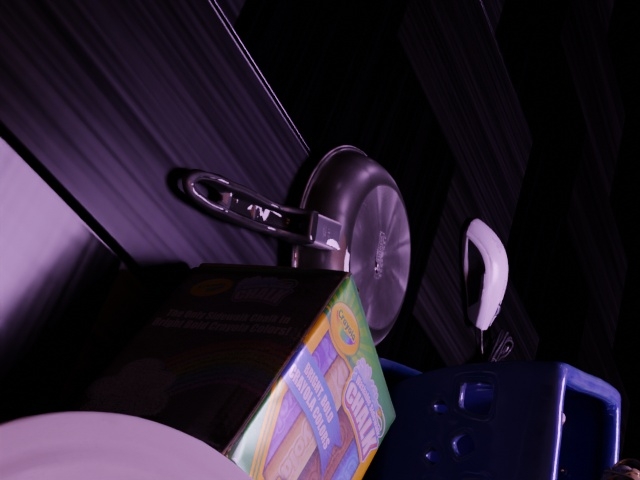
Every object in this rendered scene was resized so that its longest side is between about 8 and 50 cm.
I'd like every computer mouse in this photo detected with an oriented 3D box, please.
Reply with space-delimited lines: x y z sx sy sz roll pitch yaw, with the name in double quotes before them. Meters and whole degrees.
"computer mouse" 0.201 0.070 1.141 0.106 0.042 0.193 -29 116 -55

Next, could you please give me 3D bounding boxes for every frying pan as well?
"frying pan" 0.010 -0.023 0.809 0.326 0.053 0.197 58 43 -48

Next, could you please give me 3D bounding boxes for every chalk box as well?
"chalk box" -0.042 0.102 0.637 0.213 0.132 0.132 -51 133 -45

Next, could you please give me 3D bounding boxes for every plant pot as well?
"plant pot" 0.138 0.227 0.872 0.236 0.212 0.236 28 68 -57

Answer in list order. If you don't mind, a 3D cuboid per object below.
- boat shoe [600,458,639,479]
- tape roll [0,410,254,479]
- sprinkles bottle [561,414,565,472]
"boat shoe" 0.257 0.215 0.824 0.135 0.050 0.045 9 80 -70
"tape roll" -0.113 0.224 0.423 0.286 0.100 0.286 24 49 -31
"sprinkles bottle" 0.265 0.331 1.011 0.355 0.121 0.121 -99 164 -45
